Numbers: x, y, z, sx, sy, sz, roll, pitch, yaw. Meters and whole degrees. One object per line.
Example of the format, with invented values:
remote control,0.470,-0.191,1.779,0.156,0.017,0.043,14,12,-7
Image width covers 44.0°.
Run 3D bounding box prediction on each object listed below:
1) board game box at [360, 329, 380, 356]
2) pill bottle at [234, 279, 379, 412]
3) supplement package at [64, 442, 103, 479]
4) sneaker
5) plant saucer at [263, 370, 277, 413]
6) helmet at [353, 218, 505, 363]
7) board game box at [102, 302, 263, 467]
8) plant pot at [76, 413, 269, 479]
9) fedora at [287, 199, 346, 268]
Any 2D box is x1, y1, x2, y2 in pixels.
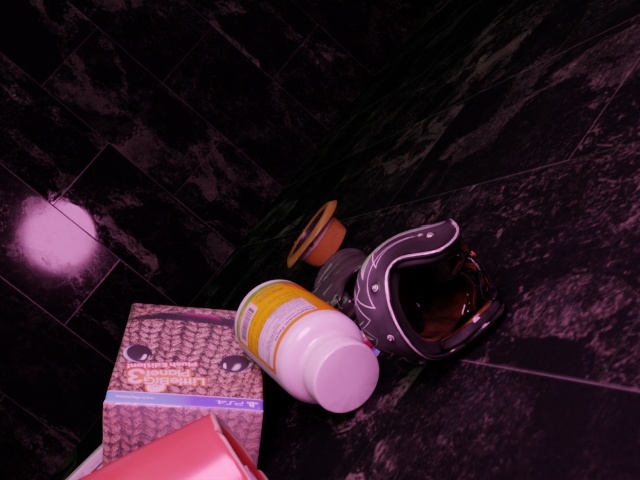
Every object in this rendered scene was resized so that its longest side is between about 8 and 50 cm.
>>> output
board game box,0.060,0.153,1.219,0.169,0.033,0.133,-51,11,-5
pill bottle,-0.020,0.154,1.154,0.136,0.136,0.245,-51,31,-7
supplement package,-0.424,0.496,1.540,0.262,0.145,0.204,-44,2,-5
sneaker,0.008,0.132,1.331,0.286,0.109,0.130,-56,22,-12
plant saucer,-0.155,0.306,1.533,0.278,0.041,0.278,-47,12,13
helmet,0.119,0.065,0.951,0.161,0.169,0.169,-32,13,6
board game box,-0.214,0.240,1.286,0.291,0.231,0.141,-102,18,-65
plant pot,-0.164,0.346,0.896,0.243,0.275,0.275,-36,9,-9
fedora,0.000,0.000,1.837,0.194,0.079,0.194,-53,9,13
